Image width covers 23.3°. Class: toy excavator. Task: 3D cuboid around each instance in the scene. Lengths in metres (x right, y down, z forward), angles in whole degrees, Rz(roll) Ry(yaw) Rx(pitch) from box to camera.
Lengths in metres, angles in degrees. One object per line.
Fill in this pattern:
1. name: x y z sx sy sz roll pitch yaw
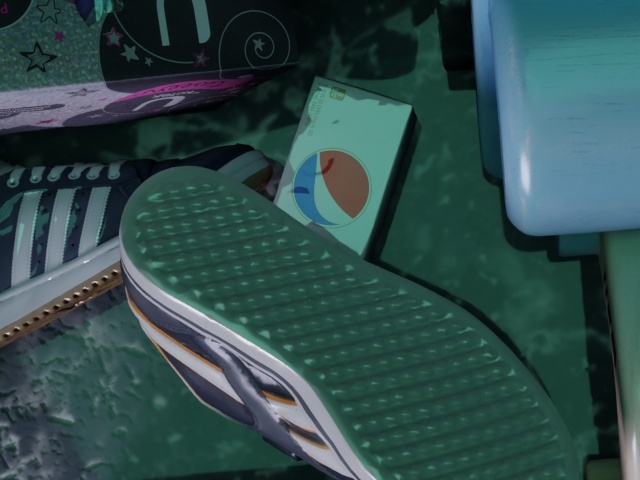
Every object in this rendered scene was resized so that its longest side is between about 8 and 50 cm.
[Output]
1. toy excavator: 0.188 -0.026 0.962 0.222 0.433 0.445 -3 60 6

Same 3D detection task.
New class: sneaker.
1. sneaker: -0.184 -0.034 1.084 0.282 0.099 0.153 -28 87 8
2. sneaker: 0.014 0.081 0.967 0.321 0.127 0.126 38 67 11

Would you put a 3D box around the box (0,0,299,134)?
1. box: -0.162 -0.150 1.005 0.247 0.163 0.142 -10 88 -25

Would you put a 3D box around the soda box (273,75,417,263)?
1. soda box: 0.000 0.000 1.076 0.074 0.069 0.216 18 89 7
